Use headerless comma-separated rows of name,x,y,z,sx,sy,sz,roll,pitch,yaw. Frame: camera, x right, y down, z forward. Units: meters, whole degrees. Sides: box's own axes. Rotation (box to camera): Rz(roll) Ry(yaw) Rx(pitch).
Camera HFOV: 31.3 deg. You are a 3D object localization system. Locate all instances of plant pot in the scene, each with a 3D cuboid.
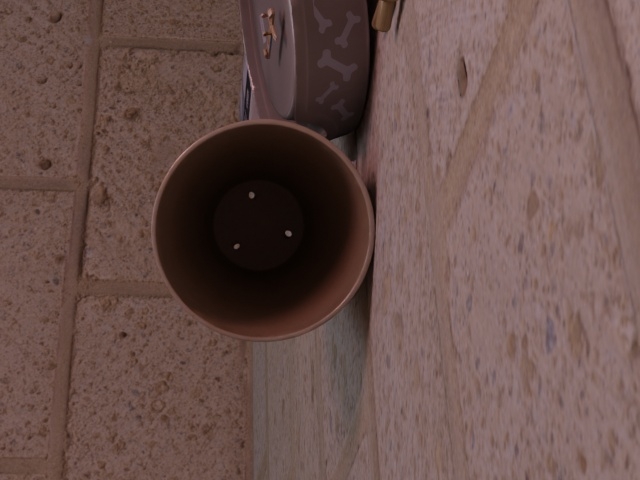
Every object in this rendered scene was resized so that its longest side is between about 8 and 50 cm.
plant pot,-0.076,-0.018,1.443,0.274,0.256,0.257,-149,61,-84

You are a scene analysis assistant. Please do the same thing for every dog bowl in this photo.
dog bowl,-0.026,-0.284,1.479,0.349,0.102,0.349,172,90,-78

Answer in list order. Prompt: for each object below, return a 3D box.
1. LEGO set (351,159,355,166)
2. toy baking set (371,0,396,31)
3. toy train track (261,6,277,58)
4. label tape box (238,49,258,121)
LEGO set,0.000,0.000,1.572,0.244,0.060,0.183,142,131,-77
toy baking set,0.072,-0.357,1.236,0.197,0.030,0.256,-96,11,-46
toy train track,-0.066,-0.255,1.412,0.083,0.014,0.048,101,157,-58
label tape box,-0.078,-0.338,2.042,0.249,0.115,0.348,-101,13,-58
